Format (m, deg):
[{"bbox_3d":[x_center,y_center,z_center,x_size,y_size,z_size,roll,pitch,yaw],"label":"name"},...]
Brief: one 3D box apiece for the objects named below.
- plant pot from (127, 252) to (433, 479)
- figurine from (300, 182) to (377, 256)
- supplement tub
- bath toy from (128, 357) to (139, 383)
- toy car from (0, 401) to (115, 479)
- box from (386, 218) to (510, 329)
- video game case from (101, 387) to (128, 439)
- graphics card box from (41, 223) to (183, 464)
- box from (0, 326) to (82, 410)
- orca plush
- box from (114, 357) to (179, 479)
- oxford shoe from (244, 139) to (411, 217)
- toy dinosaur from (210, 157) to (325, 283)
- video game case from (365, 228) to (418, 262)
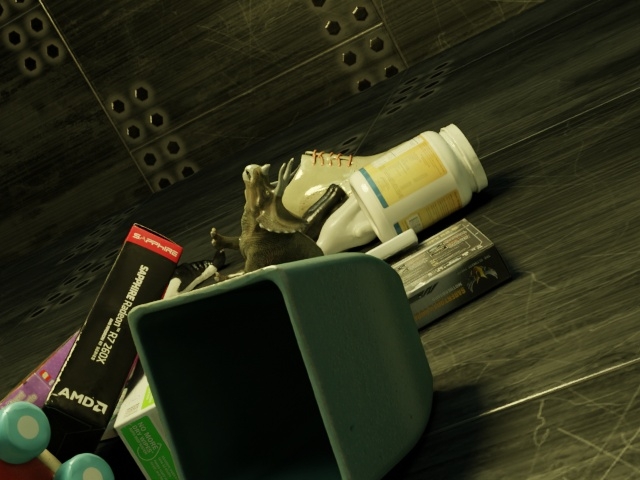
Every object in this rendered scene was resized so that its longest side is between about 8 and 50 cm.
[{"bbox_3d":[-0.015,0.142,1.265,0.247,0.248,0.252,-17,0,40],"label":"plant pot"},{"bbox_3d":[0.000,0.000,2.054,0.209,0.092,0.215,-40,17,-10],"label":"figurine"},{"bbox_3d":[0.164,-0.094,1.904,0.199,0.144,0.144,-29,14,-2],"label":"supplement tub"},{"bbox_3d":[-0.259,0.165,1.902,0.129,0.152,0.348,16,-18,-34],"label":"bath toy"},{"bbox_3d":[-0.413,0.358,1.394,0.219,0.210,0.238,-32,22,37],"label":"toy car"},{"bbox_3d":[0.135,0.063,1.591,0.231,0.056,0.183,-29,13,0],"label":"box"},{"bbox_3d":[-0.343,0.283,1.846,0.157,0.019,0.143,-19,17,37],"label":"video game case"},{"bbox_3d":[-0.319,0.179,1.632,0.233,0.094,0.371,-58,9,39],"label":"graphics card box"},{"bbox_3d":[-0.498,0.256,2.035,0.201,0.057,0.293,-41,6,19],"label":"box"},{"bbox_3d":[-0.327,0.084,2.338,0.287,0.102,0.151,-32,14,-13],"label":"orca plush"},{"bbox_3d":[-0.135,0.192,1.530,0.231,0.127,0.262,-28,14,5],"label":"box"},{"bbox_3d":[0.031,-0.119,2.248,0.397,0.147,0.140,-26,14,13],"label":"oxford shoe"},{"bbox_3d":[-0.060,0.031,1.662,0.160,0.313,0.121,-16,49,14],"label":"toy dinosaur"},{"bbox_3d":[0.059,0.049,1.730,0.201,0.023,0.183,-28,-9,2],"label":"video game case"}]
